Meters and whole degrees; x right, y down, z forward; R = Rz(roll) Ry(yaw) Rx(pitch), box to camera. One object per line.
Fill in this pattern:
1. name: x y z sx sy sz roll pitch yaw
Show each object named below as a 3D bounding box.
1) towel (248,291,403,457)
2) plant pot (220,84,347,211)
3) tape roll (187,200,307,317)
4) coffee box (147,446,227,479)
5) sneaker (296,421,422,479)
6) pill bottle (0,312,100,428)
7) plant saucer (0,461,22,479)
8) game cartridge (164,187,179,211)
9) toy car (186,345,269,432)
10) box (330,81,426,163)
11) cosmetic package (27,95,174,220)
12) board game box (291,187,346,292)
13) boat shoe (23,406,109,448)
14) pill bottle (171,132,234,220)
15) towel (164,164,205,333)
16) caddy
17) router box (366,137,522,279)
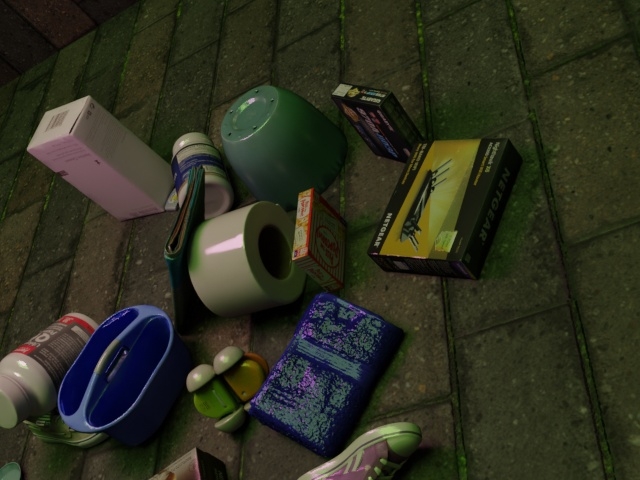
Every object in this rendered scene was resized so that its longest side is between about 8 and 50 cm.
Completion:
1. towel: 0.004 0.264 1.702 0.228 0.076 0.308 19 71 35
2. plant pot: -0.117 -0.256 2.148 0.293 0.235 0.293 -23 45 26
3. tape roll: -0.167 0.046 1.930 0.169 0.246 0.246 -17 47 30
4. coffee box: -0.312 0.564 1.733 0.246 0.098 0.141 -36 41 12
5. sneaker: 0.086 0.452 1.495 0.282 0.102 0.161 -41 42 23
6. pill bottle: -0.694 0.330 2.097 0.176 0.176 0.318 -12 18 34
7. plant saucer: -0.816 0.638 2.165 0.119 0.021 0.119 -24 44 25
8. game cartridge: -0.431 -0.124 2.479 0.056 0.017 0.083 -3 55 44
9. toy car: -0.191 0.315 1.824 0.182 0.159 0.136 -35 6 14
10. box: 0.144 -0.270 1.946 0.175 0.220 0.051 23 71 47
11. cosmetic package: -0.633 -0.232 2.457 0.217 0.385 0.156 -11 50 37
12. board game box: 0.000 0.000 1.901 0.045 0.147 0.193 -20 47 28
13. boat shoe: -0.642 0.462 2.106 0.302 0.094 0.109 -13 50 32
14. pill bottle: -0.338 -0.185 2.343 0.153 0.153 0.264 -36 40 12
15. towel: -0.328 0.029 2.039 0.040 0.370 0.271 11 55 0
16. caddy: -0.466 0.314 1.970 0.241 0.179 0.341 11 58 30
17. router box: 0.266 -0.073 1.784 0.243 0.081 0.308 3 60 42
